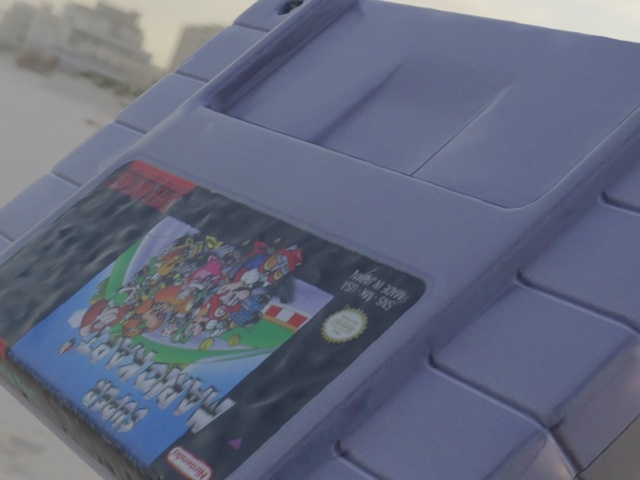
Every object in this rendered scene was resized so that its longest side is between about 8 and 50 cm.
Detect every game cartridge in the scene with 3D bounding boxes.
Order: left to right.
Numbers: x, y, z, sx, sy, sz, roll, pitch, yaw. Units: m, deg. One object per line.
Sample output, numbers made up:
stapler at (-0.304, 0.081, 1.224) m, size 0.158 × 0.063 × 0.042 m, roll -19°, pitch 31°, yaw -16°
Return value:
game cartridge at (0.000, 0.000, 0.545) m, size 0.355 × 0.230 × 0.068 m, roll 23°, pitch -34°, yaw 56°
